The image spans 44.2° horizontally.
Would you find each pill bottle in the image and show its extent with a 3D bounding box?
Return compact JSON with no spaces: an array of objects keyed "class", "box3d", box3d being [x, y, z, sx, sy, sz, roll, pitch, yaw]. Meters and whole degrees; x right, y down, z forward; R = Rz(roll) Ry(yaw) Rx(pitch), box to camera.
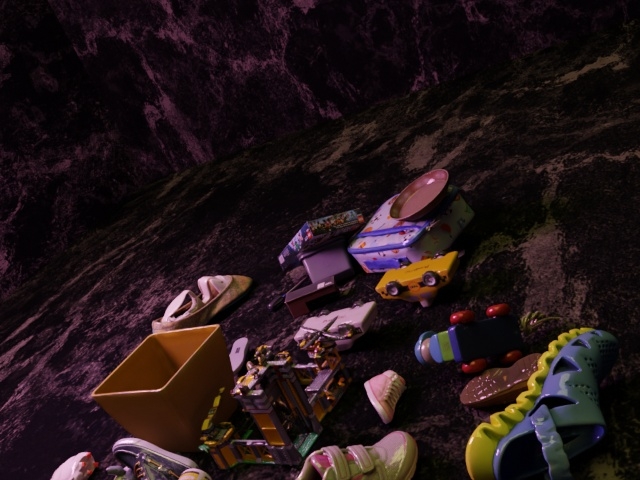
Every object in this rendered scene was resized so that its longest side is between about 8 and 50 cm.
[{"class":"pill bottle","box3d":[-0.235,0.460,1.373,0.065,0.065,0.116,-17,21,22]}]

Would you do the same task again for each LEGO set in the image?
[{"class":"LEGO set","box3d":[-0.098,0.269,1.501,0.255,0.192,0.331,-5,28,45]}]

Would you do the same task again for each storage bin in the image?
[{"class":"storage bin","box3d":[0.023,0.065,2.019,0.135,0.098,0.091,-23,64,6]}]

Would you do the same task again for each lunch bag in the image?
[{"class":"lunch bag","box3d":[0.214,-0.021,1.915,0.243,0.115,0.303,-46,18,-27]}]

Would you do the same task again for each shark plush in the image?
[{"class":"shark plush","box3d":[-0.347,0.470,1.549,0.161,0.073,0.067,-15,31,-36]}]

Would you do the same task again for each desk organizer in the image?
[{"class":"desk organizer","box3d":[-0.017,0.140,1.936,0.130,0.050,0.047,-22,20,10]}]

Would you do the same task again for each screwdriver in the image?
[{"class":"screwdriver","box3d":[-0.081,0.139,2.075,0.024,0.025,0.170,-7,18,42]}]

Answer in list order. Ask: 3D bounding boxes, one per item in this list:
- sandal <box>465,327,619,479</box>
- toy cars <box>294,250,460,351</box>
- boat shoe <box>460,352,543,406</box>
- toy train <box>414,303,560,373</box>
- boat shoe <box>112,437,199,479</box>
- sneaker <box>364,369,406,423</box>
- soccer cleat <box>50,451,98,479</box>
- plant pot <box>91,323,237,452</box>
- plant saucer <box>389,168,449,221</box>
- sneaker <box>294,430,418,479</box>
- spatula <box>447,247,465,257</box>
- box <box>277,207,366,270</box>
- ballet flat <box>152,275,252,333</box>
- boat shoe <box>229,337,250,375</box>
[{"class":"sandal","box3d":[0.354,0.253,1.136,0.138,0.126,0.317,14,49,47]},{"class":"toy cars","box3d":[0.134,0.147,1.700,0.393,0.087,0.176,-31,15,-4]},{"class":"boat shoe","box3d":[0.307,0.242,1.283,0.178,0.060,0.064,-32,23,40]},{"class":"toy train","box3d":[0.302,0.177,1.431,0.248,0.105,0.143,-6,-11,-33]},{"class":"boat shoe","box3d":[-0.326,0.433,1.479,0.183,0.065,0.083,11,36,18]},{"class":"sneaker","box3d":[0.124,0.276,1.424,0.070,0.051,0.134,-30,16,2]},{"class":"soccer cleat","box3d":[-0.532,0.508,1.619,0.076,0.068,0.196,-23,12,22]},{"class":"plant pot","box3d":[-0.294,0.318,1.621,0.212,0.187,0.212,-12,24,35]},{"class":"plant saucer","box3d":[0.235,-0.099,1.833,0.168,0.029,0.168,-36,20,15]},{"class":"sneaker","box3d":[0.040,0.366,1.212,0.252,0.111,0.103,-32,21,-19]},{"class":"spatula","box3d":[0.308,0.002,1.920,0.084,0.030,0.296,-23,19,16]},{"class":"box","box3d":[0.000,0.000,2.056,0.159,0.044,0.233,-15,-17,-27]},{"class":"ballet flat","box3d":[-0.320,0.167,2.138,0.123,0.123,0.348,-3,29,46]},{"class":"boat shoe","box3d":[-0.189,0.278,1.813,0.049,0.040,0.142,-10,24,16]}]
